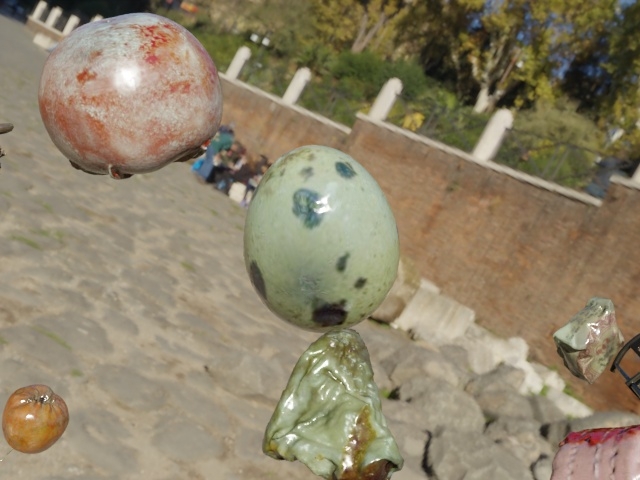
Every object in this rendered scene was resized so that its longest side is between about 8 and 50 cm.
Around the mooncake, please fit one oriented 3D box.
[{"bbox_3d":[0.499,0.183,1.414,0.073,0.125,0.130,31,-23,51],"label":"mooncake"}]

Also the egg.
[{"bbox_3d":[0.000,0.000,1.702,0.345,0.428,0.345,-5,33,3],"label":"egg"}]

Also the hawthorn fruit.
[{"bbox_3d":[-0.643,0.407,1.743,0.149,0.189,0.149,16,48,-19],"label":"hawthorn fruit"}]

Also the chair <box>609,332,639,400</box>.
[{"bbox_3d":[0.684,0.281,1.493,0.141,0.154,0.260,48,11,-6],"label":"chair"}]

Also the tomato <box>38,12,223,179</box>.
[{"bbox_3d":[-0.330,-0.249,1.369,0.317,0.282,0.316,-9,22,4],"label":"tomato"}]

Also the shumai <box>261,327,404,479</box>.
[{"bbox_3d":[0.049,0.273,1.191,0.204,0.222,0.272,23,43,15],"label":"shumai"}]

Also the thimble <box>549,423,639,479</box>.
[{"bbox_3d":[0.368,0.305,0.931,0.125,0.163,0.190,-18,-37,40],"label":"thimble"}]

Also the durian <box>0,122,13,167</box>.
[{"bbox_3d":[-0.520,-0.132,1.079,0.196,0.196,0.167,27,-29,-20],"label":"durian"}]
